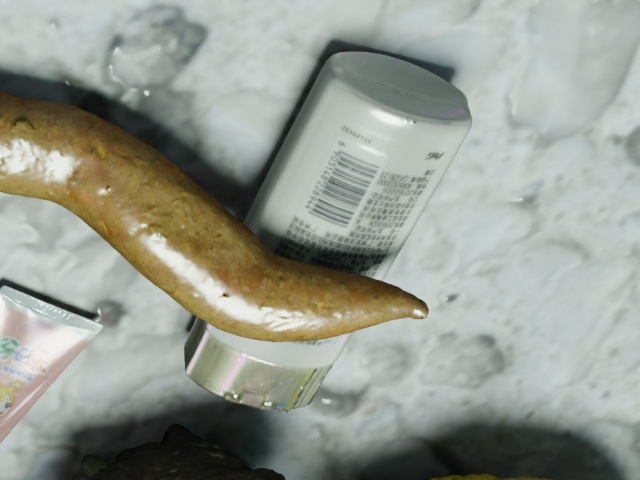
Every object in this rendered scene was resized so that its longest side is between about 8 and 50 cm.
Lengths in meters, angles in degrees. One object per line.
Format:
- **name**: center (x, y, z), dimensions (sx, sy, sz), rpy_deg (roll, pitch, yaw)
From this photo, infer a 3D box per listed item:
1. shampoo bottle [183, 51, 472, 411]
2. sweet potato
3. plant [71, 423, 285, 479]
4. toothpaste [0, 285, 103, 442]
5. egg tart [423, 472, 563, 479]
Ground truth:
- **shampoo bottle**: center (0.000, 0.000, 1.089), dimensions (0.086, 0.056, 0.227), rpy_deg (15, 127, -17)
- **sweet potato**: center (-0.078, -0.005, 1.030), dimensions (0.281, 0.059, 0.067), rpy_deg (31, 84, -17)
- **plant**: center (-0.093, 0.189, 1.175), dimensions (0.129, 0.194, 0.132), rpy_deg (-24, 108, -46)
- **toothpaste**: center (-0.208, 0.107, 1.153), dimensions (0.067, 0.043, 0.194), rpy_deg (25, 117, -28)
- **egg tart**: center (0.079, 0.229, 1.296), dimensions (0.291, 0.107, 0.291), rpy_deg (-10, 137, -10)
